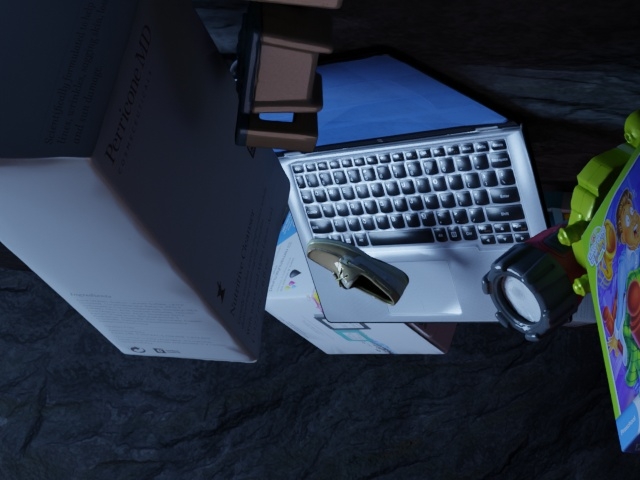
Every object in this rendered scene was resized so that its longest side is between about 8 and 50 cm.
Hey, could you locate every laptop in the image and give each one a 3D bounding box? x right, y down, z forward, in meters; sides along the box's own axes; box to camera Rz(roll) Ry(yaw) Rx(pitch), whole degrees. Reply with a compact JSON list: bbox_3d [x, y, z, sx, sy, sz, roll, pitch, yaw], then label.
[{"bbox_3d":[0.040,-0.034,1.277,0.382,0.408,0.236,-3,-158,40],"label":"laptop"}]

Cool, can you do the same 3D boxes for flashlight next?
[{"bbox_3d":[0.320,-0.005,1.205,0.304,0.103,0.103,-32,-173,-27],"label":"flashlight"}]

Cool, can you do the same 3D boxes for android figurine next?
[{"bbox_3d":[0.368,-0.035,1.095,0.273,0.248,0.056,-24,-154,-8],"label":"android figurine"}]

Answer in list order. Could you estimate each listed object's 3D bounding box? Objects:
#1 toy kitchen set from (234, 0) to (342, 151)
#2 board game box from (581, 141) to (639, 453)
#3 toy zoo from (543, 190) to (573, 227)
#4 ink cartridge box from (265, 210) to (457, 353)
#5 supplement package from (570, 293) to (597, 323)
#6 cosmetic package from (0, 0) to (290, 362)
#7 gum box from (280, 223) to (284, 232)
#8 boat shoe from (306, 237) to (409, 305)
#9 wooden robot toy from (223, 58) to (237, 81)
[{"bbox_3d":[-0.055,-0.192,0.862,0.122,0.166,0.207,5,134,-7],"label":"toy kitchen set"},{"bbox_3d":[0.324,-0.010,0.852,0.078,0.233,0.347,6,142,-9],"label":"board game box"},{"bbox_3d":[0.358,-0.025,1.602,0.293,0.030,0.192,6,161,19],"label":"toy zoo"},{"bbox_3d":[0.074,0.052,1.699,0.270,0.198,0.197,-7,143,47],"label":"ink cartridge box"},{"bbox_3d":[0.421,0.097,2.162,0.244,0.133,0.139,5,171,-6],"label":"supplement package"},{"bbox_3d":[-0.163,-0.059,0.950,0.156,0.217,0.385,2,155,16],"label":"cosmetic package"},{"bbox_3d":[0.000,0.000,1.982,0.107,0.062,0.188,10,169,-28],"label":"gum box"},{"bbox_3d":[0.042,0.039,1.329,0.135,0.045,0.050,22,150,5],"label":"boat shoe"},{"bbox_3d":[-0.108,-0.143,1.095,0.173,0.079,0.076,2,163,15],"label":"wooden robot toy"}]
